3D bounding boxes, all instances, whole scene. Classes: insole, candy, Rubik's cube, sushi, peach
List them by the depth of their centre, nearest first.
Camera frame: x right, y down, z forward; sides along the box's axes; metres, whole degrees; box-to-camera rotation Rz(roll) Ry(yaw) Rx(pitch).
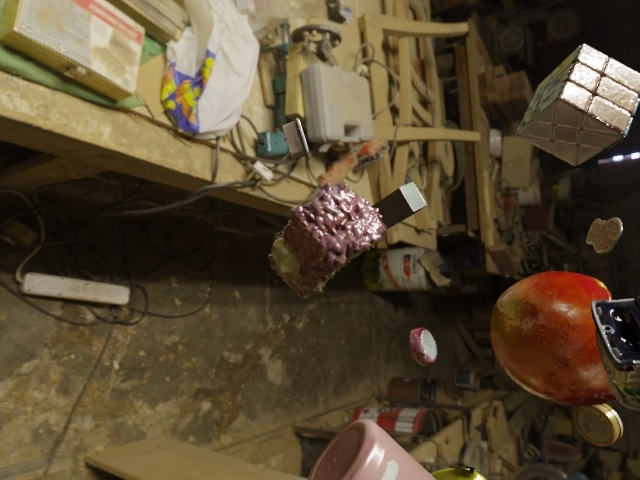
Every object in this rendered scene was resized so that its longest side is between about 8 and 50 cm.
[{"bbox_3d":[0.486,-0.011,0.773,0.193,0.006,0.065,-17,125,-69],"label":"insole"},{"bbox_3d":[0.000,0.000,0.943,0.237,0.270,0.170,-38,87,-26],"label":"sushi"},{"bbox_3d":[0.615,0.248,1.158,0.306,0.380,0.242,-49,115,-27],"label":"peach"},{"bbox_3d":[0.286,0.294,1.243,0.103,0.043,0.103,36,41,-39],"label":"candy"},{"bbox_3d":[0.778,-0.398,1.352,0.224,0.221,0.231,-61,180,-15],"label":"Rubik's cube"}]

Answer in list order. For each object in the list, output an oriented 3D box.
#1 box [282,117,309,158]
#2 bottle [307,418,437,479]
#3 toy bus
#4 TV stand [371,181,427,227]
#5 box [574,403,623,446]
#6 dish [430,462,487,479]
[{"bbox_3d":[-0.081,-0.330,1.476,0.089,0.062,0.122,48,25,-88],"label":"box"},{"bbox_3d":[0.143,0.445,0.728,0.297,0.206,0.173,44,18,-1],"label":"bottle"},{"bbox_3d":[0.606,0.176,0.698,0.143,0.306,0.179,-74,149,-51],"label":"toy bus"},{"bbox_3d":[0.168,-0.063,1.296,0.088,0.270,0.082,-27,86,-48],"label":"TV stand"},{"bbox_3d":[0.693,0.458,1.120,0.037,0.106,0.105,-8,91,-28],"label":"box"},{"bbox_3d":[0.320,0.648,1.000,0.262,0.221,0.108,57,25,-3],"label":"dish"}]
